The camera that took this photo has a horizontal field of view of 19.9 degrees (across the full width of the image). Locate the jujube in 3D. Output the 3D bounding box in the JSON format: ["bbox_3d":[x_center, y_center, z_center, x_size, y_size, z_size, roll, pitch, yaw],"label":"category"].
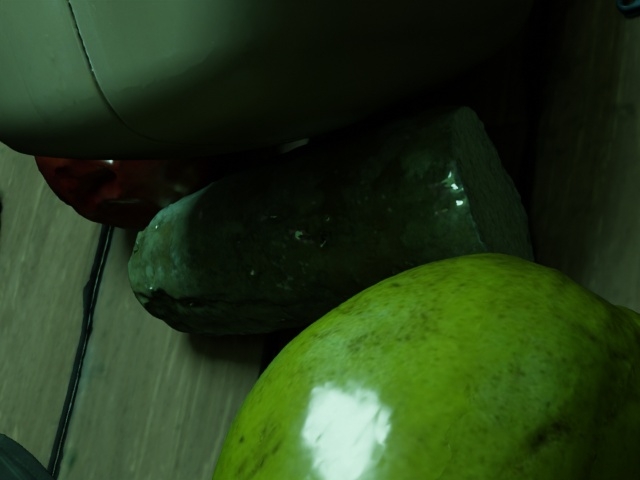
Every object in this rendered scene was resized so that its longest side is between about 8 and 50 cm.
[{"bbox_3d":[-0.129,-0.131,1.376,0.174,0.174,0.250,-15,52,33],"label":"jujube"}]

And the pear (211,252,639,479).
[{"bbox_3d":[0.069,0.148,0.981,0.253,0.253,0.307,11,61,43],"label":"pear"}]

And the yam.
[{"bbox_3d":[0.000,0.000,1.220,0.330,0.133,0.133,-15,55,40],"label":"yam"}]

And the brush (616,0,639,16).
[{"bbox_3d":[0.265,-0.176,1.182,0.164,0.014,0.051,-16,53,33],"label":"brush"}]

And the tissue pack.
[{"bbox_3d":[-0.033,-0.196,1.162,0.277,0.387,0.267,-9,95,40],"label":"tissue pack"}]

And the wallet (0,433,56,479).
[{"bbox_3d":[-0.235,0.247,1.311,0.168,0.052,0.245,-52,41,-4],"label":"wallet"}]
